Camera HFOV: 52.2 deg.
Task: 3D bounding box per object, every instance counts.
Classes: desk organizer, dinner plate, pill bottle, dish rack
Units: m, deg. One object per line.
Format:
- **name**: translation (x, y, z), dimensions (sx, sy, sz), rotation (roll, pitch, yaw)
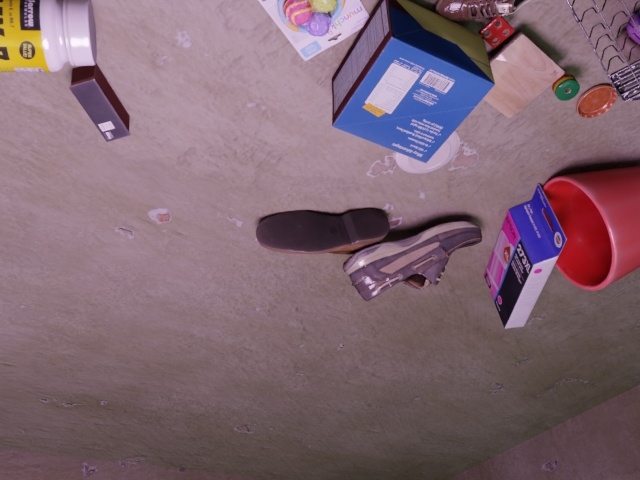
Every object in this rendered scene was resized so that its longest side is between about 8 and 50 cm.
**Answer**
- **desk organizer**: translation (-0.376, -0.237, 1.123), dimensions (0.047, 0.050, 0.130), rotation (-16, 142, 4)
- **dinner plate**: translation (0.228, -0.188, 1.383), dimensions (0.141, 0.017, 0.141), rotation (-8, 141, -7)
- **pill bottle**: translation (-0.444, -0.308, 0.960), dimensions (0.208, 0.119, 0.119), rotation (-4, 141, -12)
- **dish rack**: translation (0.531, -0.372, 1.066), dimensions (0.208, 0.074, 0.271), rotation (-26, 111, 35)

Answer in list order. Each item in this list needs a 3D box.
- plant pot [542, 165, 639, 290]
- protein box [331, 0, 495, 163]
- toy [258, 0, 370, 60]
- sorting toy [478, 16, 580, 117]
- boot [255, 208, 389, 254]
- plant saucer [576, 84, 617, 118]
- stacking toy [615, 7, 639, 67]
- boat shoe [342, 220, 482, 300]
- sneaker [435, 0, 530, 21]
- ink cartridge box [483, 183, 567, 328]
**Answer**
- **plant pot**: translation (0.681, -0.050, 1.502), dimensions (0.243, 0.275, 0.275), rotation (-18, 143, -11)
- **protein box**: translation (0.150, -0.272, 1.121), dimensions (0.199, 0.136, 0.201), rotation (17, 139, -20)
- **toy**: translation (-0.022, -0.382, 1.034), dimensions (0.136, 0.056, 0.237), rotation (-26, 140, 18)
- **sorting toy**: translation (0.353, -0.319, 1.220), dimensions (0.274, 0.046, 0.132), rotation (26, 129, -32)
- **boot**: translation (0.000, 0.000, 1.492), dimensions (0.305, 0.112, 0.115), rotation (-3, 152, -16)
- **plant saucer**: translation (0.570, -0.289, 1.351), dimensions (0.083, 0.013, 0.083), rotation (-7, 142, -6)
- **stacking toy**: translation (0.632, -0.448, 1.088), dimensions (0.141, 0.141, 0.330), rotation (-1, 134, -14)
- **boat shoe**: translation (0.227, 0.054, 1.541), dimensions (0.355, 0.130, 0.132), rotation (-17, 170, -15)
- **sneaker**: translation (0.286, -0.403, 1.081), dimensions (0.188, 0.071, 0.066), rotation (-20, 142, 10)
- **ink cartridge box**: translation (0.500, 0.049, 1.625), dimensions (0.069, 0.176, 0.371), rotation (-5, 142, -8)
